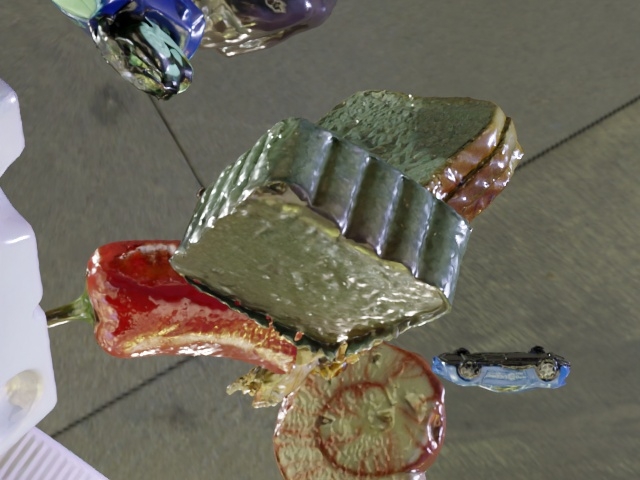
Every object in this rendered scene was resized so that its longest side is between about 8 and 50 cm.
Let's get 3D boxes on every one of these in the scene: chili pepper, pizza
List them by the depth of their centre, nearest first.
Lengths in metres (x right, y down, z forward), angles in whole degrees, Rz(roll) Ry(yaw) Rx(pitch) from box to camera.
[{"bbox_3d":[-0.186,0.061,1.187,0.339,0.134,0.131,7,144,-14],"label":"chili pepper"},{"bbox_3d":[0.026,0.150,1.609,0.288,0.251,0.074,-26,79,-42],"label":"pizza"}]

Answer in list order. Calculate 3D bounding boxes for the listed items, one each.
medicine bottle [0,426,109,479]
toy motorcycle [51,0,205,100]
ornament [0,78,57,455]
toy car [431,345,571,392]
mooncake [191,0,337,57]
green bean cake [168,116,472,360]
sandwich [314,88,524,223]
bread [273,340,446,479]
[{"bbox_3d":[-0.259,0.230,0.715,0.252,0.252,0.240,41,67,-16],"label":"medicine bottle"},{"bbox_3d":[-0.229,-0.268,1.099,0.125,0.196,0.331,-42,83,16],"label":"toy motorcycle"},{"bbox_3d":[-0.289,0.020,0.480,0.239,0.239,0.240,34,54,18],"label":"ornament"},{"bbox_3d":[0.284,0.206,1.742,0.216,0.103,0.063,-2,97,0],"label":"toy car"},{"bbox_3d":[-0.131,-0.433,1.446,0.212,0.350,0.381,-17,100,28],"label":"mooncake"},{"bbox_3d":[0.000,0.000,0.833,0.173,0.181,0.094,30,57,-17],"label":"green bean cake"},{"bbox_3d":[0.076,-0.085,1.374,0.271,0.301,0.099,-46,125,-25],"label":"sandwich"},{"bbox_3d":[0.069,0.341,1.985,0.295,0.114,0.327,16,76,17],"label":"bread"}]
